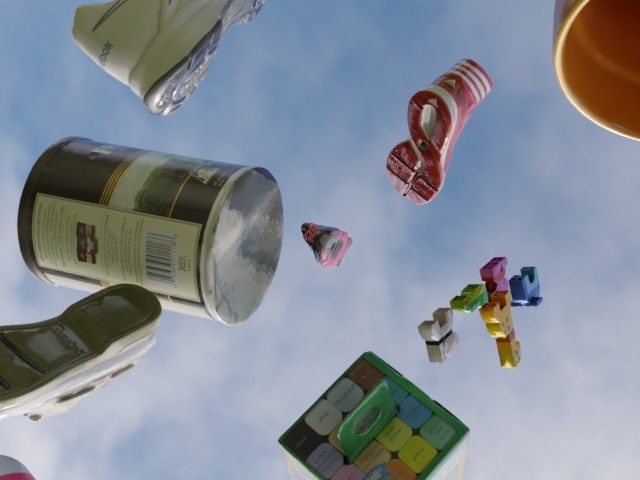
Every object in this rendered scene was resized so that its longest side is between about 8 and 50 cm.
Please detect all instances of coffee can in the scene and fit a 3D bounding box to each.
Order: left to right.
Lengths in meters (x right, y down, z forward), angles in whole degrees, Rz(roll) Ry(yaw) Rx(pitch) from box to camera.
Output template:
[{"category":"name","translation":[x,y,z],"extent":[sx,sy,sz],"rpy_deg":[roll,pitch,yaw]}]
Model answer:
[{"category":"coffee can","translation":[-0.212,-0.015,1.263],"extent":[0.275,0.201,0.201],"rpy_deg":[11,-91,21]}]

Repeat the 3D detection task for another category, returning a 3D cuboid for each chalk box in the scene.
[{"category":"chalk box","translation":[0.072,0.285,1.286],"extent":[0.179,0.289,0.180],"rpy_deg":[37,-113,25]}]

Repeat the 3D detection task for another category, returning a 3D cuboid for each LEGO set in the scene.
[{"category":"LEGO set","translation":[0.216,0.103,1.224],"extent":[0.087,0.227,0.093],"rpy_deg":[-3,-72,36]}]

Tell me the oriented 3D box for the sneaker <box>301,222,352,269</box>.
[{"category":"sneaker","translation":[0.000,0.000,1.086],"extent":[0.057,0.119,0.047],"rpy_deg":[35,-92,7]}]

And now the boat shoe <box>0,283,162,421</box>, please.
[{"category":"boat shoe","translation":[-0.310,0.149,1.093],"extent":[0.113,0.302,0.103],"rpy_deg":[44,-45,31]}]

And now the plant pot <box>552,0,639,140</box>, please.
[{"category":"plant pot","translation":[0.264,-0.198,0.672],"extent":[0.205,0.205,0.188],"rpy_deg":[-13,-126,33]}]

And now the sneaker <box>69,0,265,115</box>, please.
[{"category":"sneaker","translation":[-0.118,-0.252,0.937],"extent":[0.129,0.297,0.111],"rpy_deg":[33,-38,0]}]

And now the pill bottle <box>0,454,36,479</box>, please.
[{"category":"pill bottle","translation":[-0.296,0.300,0.853],"extent":[0.176,0.176,0.318],"rpy_deg":[-48,-110,20]}]

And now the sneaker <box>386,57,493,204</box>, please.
[{"category":"sneaker","translation":[0.162,-0.139,1.241],"extent":[0.087,0.221,0.128],"rpy_deg":[43,-116,12]}]
